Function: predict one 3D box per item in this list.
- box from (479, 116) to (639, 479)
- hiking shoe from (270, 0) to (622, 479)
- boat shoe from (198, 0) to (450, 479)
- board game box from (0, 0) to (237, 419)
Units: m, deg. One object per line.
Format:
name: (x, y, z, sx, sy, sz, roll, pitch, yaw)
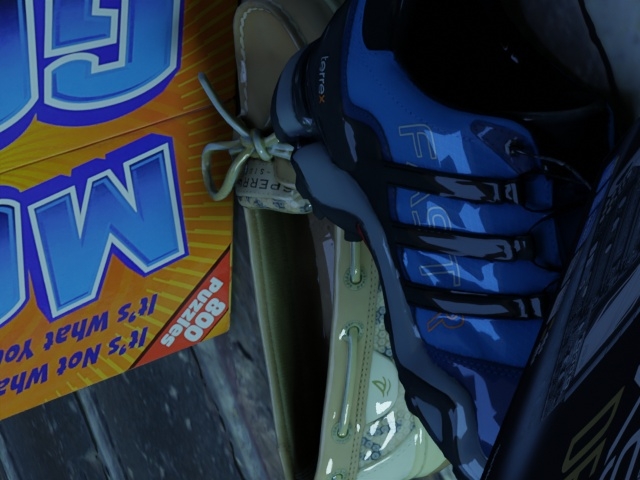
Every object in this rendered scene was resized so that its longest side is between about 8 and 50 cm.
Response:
box: (0.123, 0.032, 0.487, 0.076, 0.307, 0.242, 28, 144, -1)
hiking shoe: (0.085, 0.005, 0.711, 0.304, 0.113, 0.132, 54, 142, 19)
boat shoe: (0.000, 0.000, 0.870, 0.104, 0.089, 0.285, 1, 108, 59)
board game box: (-0.293, -0.118, 1.012, 0.356, 0.356, 0.356, 42, 140, 40)
